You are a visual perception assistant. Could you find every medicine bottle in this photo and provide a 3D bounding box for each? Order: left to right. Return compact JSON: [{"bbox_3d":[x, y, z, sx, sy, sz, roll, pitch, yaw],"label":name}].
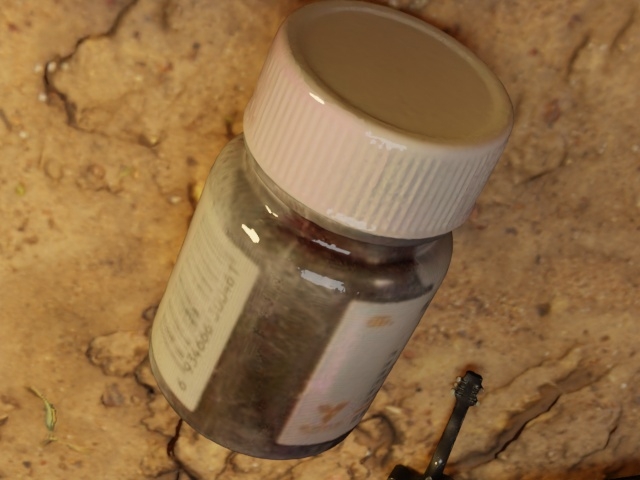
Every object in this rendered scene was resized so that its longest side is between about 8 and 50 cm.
[{"bbox_3d":[0.000,0.000,0.740,0.165,0.165,0.273,17,127,-14],"label":"medicine bottle"}]

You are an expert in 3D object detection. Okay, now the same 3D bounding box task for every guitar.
[{"bbox_3d":[0.096,0.199,0.980,0.088,0.025,0.233,25,126,13],"label":"guitar"}]

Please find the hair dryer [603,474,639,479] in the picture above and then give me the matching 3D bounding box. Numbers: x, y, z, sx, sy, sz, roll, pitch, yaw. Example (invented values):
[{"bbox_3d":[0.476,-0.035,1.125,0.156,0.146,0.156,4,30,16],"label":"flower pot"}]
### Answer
[{"bbox_3d":[0.245,0.310,1.054,0.197,0.089,0.251,-10,135,8],"label":"hair dryer"}]
